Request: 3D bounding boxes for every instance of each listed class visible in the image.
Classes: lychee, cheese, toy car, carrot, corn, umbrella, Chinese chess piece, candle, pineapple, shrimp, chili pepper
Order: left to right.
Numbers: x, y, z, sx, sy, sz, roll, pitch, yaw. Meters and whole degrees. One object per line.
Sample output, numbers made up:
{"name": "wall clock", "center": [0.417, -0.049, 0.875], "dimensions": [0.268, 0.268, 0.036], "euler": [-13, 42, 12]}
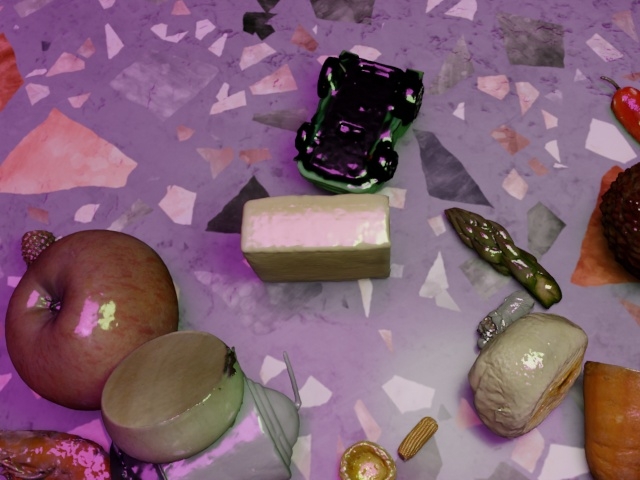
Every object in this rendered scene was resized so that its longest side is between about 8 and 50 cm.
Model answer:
{"name": "shrimp", "center": [-0.537, 0.432, 1.253], "dimensions": [0.317, 0.062, 0.164], "euler": [10, 72, 6]}
{"name": "pineapple", "center": [-0.585, 0.060, 1.403], "dimensions": [0.074, 0.074, 0.159], "euler": [-10, 76, 0]}
{"name": "Chinese chess piece", "center": [-0.232, 0.246, 1.079], "dimensions": [0.238, 0.092, 0.238], "euler": [-13, 31, 8]}
{"name": "candle", "center": [-0.174, 0.360, 1.168], "dimensions": [0.342, 0.221, 0.221], "euler": [-24, 68, -7]}
{"name": "cheese", "center": [0.000, 0.000, 1.282], "dimensions": [0.265, 0.242, 0.124], "euler": [-2, 68, 5]}
{"name": "toy car", "center": [0.091, -0.254, 1.421], "dimensions": [0.213, 0.176, 0.358], "euler": [17, 74, 12]}
{"name": "corn", "center": [0.177, 0.362, 1.235], "dimensions": [0.037, 0.037, 0.092], "euler": [40, 76, 18]}
{"name": "umbrella", "center": [0.351, 0.155, 1.296], "dimensions": [0.143, 0.062, 0.067], "euler": [-46, 102, -14]}
{"name": "carrot", "center": [0.516, 0.329, 1.165], "dimensions": [0.159, 0.159, 0.225], "euler": [14, 88, 10]}
{"name": "chili pepper", "center": [0.684, -0.253, 1.429], "dimensions": [0.071, 0.063, 0.272], "euler": [-33, 72, 5]}
{"name": "lychee", "center": [0.658, -0.035, 1.229], "dimensions": [0.264, 0.264, 0.300], "euler": [-12, 33, 0]}

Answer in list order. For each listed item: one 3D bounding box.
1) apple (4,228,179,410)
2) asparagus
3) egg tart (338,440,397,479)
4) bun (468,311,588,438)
{"name": "apple", "center": [-0.425, 0.137, 1.248], "dimensions": [0.345, 0.269, 0.344], "euler": [-2, 69, 5]}
{"name": "asparagus", "center": [0.359, 0.021, 1.335], "dimensions": [0.080, 0.080, 0.287], "euler": [-43, 68, -12]}
{"name": "egg tart", "center": [0.085, 0.414, 1.219], "dimensions": [0.105, 0.039, 0.105], "euler": [-2, 68, 4]}
{"name": "bun", "center": [0.357, 0.230, 1.194], "dimensions": [0.244, 0.244, 0.153], "euler": [-45, 52, -13]}
